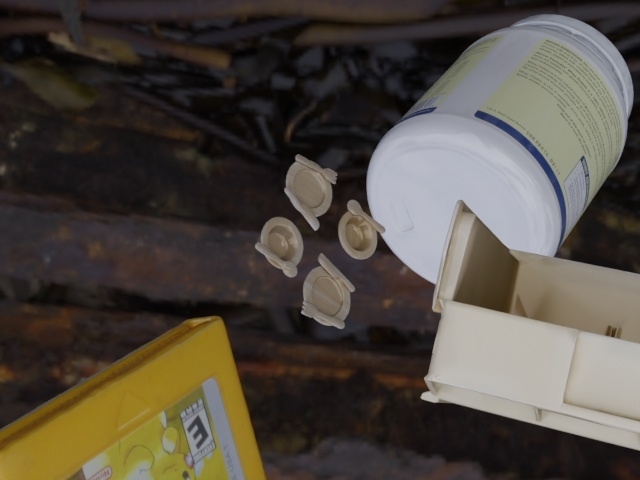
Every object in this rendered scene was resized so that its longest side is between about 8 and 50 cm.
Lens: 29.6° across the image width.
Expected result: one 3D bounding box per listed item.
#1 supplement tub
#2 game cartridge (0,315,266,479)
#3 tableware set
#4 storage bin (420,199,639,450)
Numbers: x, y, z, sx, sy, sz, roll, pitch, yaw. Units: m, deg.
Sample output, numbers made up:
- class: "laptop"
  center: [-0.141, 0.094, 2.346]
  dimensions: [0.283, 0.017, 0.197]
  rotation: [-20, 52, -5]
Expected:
- class: "supplement tub"
  center: [0.225, -0.112, 1.445]
  dimensions: [0.235, 0.325, 0.235]
  rotation: [21, 134, 23]
- class: "game cartridge"
  center: [-0.126, 0.257, 0.949]
  dimensions: [0.053, 0.285, 0.323]
  rotation: [-9, 102, 34]
- class: "tableware set"
  center: [0.000, 0.000, 1.278]
  dimensions: [0.141, 0.168, 0.020]
  rotation: [42, 144, -25]
- class: "storage bin"
  center: [0.216, 0.072, 0.762]
  dimensions: [0.262, 0.123, 0.260]
  rotation: [12, 176, 17]
